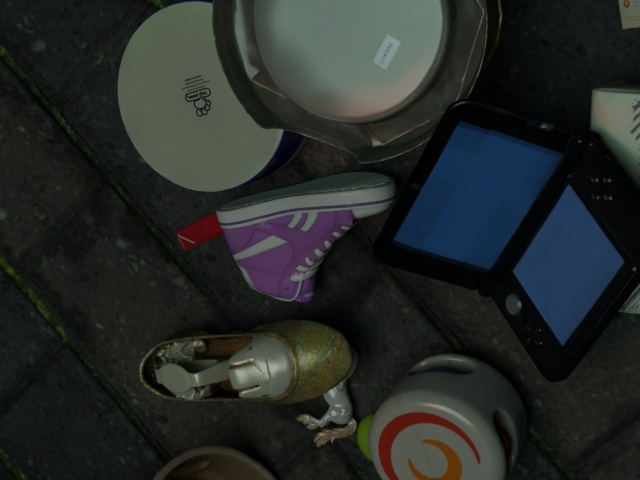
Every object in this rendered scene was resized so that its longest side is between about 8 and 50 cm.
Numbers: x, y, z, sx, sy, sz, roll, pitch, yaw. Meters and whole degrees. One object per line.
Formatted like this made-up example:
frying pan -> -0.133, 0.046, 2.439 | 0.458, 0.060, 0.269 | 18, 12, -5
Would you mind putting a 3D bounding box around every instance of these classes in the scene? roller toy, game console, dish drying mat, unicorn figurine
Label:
roller toy -> 0.175, 0.256, 1.903 | 0.209, 0.146, 0.191 | 38, 125, 5
game console -> 0.229, 0.008, 1.713 | 0.250, 0.173, 0.293 | 60, 143, 31
dish drying mat -> -0.170, -0.014, 2.066 | 0.083, 0.008, 0.032 | -24, 92, 28
unicorn figurine -> 0.012, 0.207, 2.020 | 0.111, 0.060, 0.162 | -13, 112, 17

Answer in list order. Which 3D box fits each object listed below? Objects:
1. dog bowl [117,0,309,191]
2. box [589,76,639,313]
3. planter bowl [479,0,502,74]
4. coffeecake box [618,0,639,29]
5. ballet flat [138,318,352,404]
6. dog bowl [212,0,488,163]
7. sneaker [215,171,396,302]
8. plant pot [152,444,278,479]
dog bowl -> -0.141, -0.202, 1.949 | 0.265, 0.104, 0.265 | 7, 106, 23
box -> 0.380, -0.056, 1.747 | 0.094, 0.113, 0.275 | 6, 107, 23
planter bowl -> 0.115, -0.282, 1.820 | 0.217, 0.090, 0.217 | 7, 107, 23
coffeecake box -> 0.410, -0.346, 1.649 | 0.142, 0.068, 0.185 | 4, 108, 53
ballet flat -> -0.117, 0.178, 1.996 | 0.348, 0.123, 0.123 | -5, 102, 38
dog bowl -> 0.046, -0.271, 1.741 | 0.349, 0.102, 0.349 | 5, 104, 20
sneaker -> 0.000, 0.000, 1.948 | 0.282, 0.102, 0.161 | -11, 102, 37
plant pot -> -0.232, 0.496, 2.082 | 0.305, 0.334, 0.334 | -24, 93, 39
